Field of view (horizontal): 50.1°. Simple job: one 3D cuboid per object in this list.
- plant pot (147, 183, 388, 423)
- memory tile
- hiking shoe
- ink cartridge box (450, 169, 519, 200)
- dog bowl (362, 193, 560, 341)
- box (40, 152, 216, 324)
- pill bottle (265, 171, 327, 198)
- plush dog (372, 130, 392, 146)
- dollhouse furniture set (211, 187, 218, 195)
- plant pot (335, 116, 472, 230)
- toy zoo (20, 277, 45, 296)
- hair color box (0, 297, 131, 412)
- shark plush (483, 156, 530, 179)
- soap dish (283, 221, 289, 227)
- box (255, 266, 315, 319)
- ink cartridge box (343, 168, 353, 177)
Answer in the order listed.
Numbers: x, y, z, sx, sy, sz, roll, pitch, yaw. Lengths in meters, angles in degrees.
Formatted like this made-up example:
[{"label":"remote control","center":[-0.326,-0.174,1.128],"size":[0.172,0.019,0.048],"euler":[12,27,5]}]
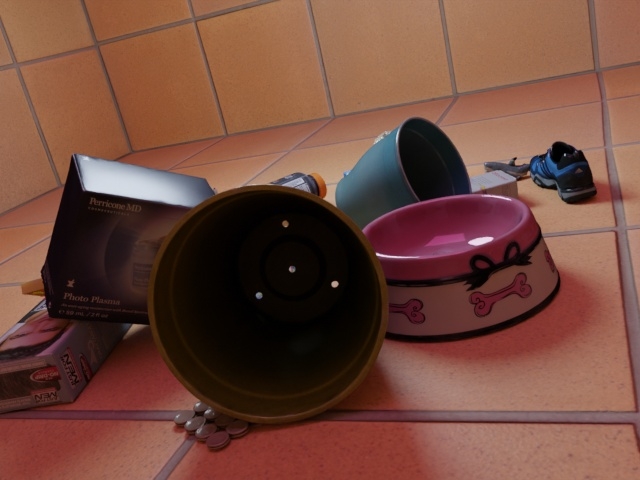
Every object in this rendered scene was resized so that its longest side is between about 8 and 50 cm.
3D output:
[{"label":"plant pot","center":[-0.066,0.075,1.199],"size":[0.366,0.367,0.353],"euler":[-12,7,6]},{"label":"memory tile","center":[-0.162,0.288,1.112],"size":[0.113,0.012,0.148],"euler":[-26,22,-33]},{"label":"hiking shoe","center":[0.624,-0.200,1.768],"size":[0.113,0.132,0.304],"euler":[-14,19,-1]},{"label":"ink cartridge box","center":[0.408,-0.116,1.774],"size":[0.175,0.072,0.127],"euler":[-15,18,-3]},{"label":"dog bowl","center":[0.248,0.033,1.343],"size":[0.407,0.150,0.408],"euler":[-12,19,4]},{"label":"box","center":[-0.393,0.009,1.426],"size":[0.296,0.294,0.183],"euler":[8,25,-31]},{"label":"pill bottle","center":[-0.099,-0.128,2.085],"size":[0.245,0.130,0.130],"euler":[-25,21,-31]},{"label":"plush dog","center":[0.206,-0.194,1.905],"size":[0.210,0.225,0.262],"euler":[-6,20,22]},{"label":"dollhouse furniture set","center":[-0.337,-0.083,2.123],"size":[0.183,0.129,0.129],"euler":[6,27,45]},{"label":"plant pot","center":[0.185,-0.120,1.667],"size":[0.255,0.272,0.271],"euler":[-27,6,41]},{"label":"toy zoo","center":[-0.616,0.107,1.730],"size":[0.192,0.030,0.293],"euler":[-14,-9,3]},{"label":"hair color box","center":[-0.550,0.208,1.462],"size":[0.185,0.114,0.374],"euler":[-11,19,10]},{"label":"shark plush","center":[0.547,-0.203,1.933],"size":[0.161,0.067,0.073],"euler":[-7,20,21]},{"label":"soap dish","center":[-0.246,0.005,1.822],"size":[0.228,0.118,0.291],"euler":[-2,21,32]},{"label":"box","center":[-0.086,0.116,1.503],"size":[0.159,0.044,0.233],"euler":[-13,18,1]},{"label":"ink cartridge box","center":[0.121,-0.166,2.096],"size":[0.052,0.089,0.122],"euler":[-19,19,-16]}]
